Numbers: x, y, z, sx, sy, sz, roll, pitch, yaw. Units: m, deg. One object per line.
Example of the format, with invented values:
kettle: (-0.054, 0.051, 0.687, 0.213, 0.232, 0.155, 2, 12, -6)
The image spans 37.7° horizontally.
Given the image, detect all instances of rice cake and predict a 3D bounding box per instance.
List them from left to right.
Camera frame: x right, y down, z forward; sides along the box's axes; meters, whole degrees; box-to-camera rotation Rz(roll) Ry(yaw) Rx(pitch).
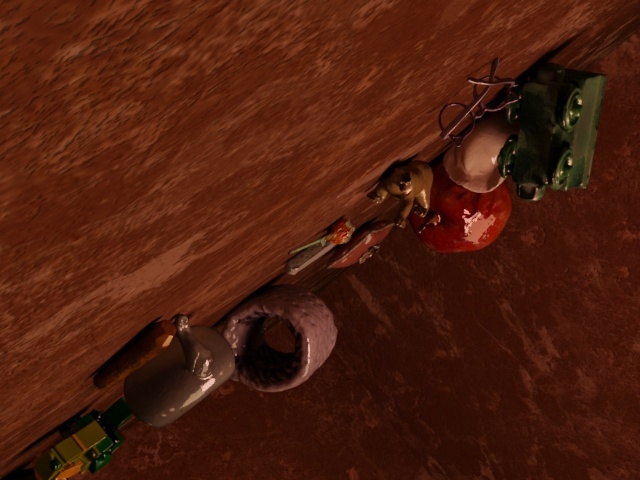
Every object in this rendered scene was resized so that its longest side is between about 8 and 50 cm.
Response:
rice cake: (-0.002, 0.016, 1.925, 0.180, 0.030, 0.042, -35, 170, -29)

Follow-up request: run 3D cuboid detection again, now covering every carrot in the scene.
carrot: (-0.271, 0.169, 1.356, 0.171, 0.042, 0.042, -38, 176, 26)

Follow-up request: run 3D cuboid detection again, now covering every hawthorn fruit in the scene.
hawthorn fruit: (0.293, -0.075, 2.140, 0.272, 0.242, 0.242, -30, 172, -38)

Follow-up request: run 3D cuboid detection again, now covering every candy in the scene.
candy: (0.000, 0.000, 1.800, 0.185, 0.049, 0.055, -23, 137, -47)

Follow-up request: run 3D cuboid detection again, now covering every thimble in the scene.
thimble: (-0.093, 0.214, 2.067, 0.245, 0.217, 0.157, -32, 178, 31)

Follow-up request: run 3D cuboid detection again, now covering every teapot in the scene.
teapot: (-0.238, 0.215, 1.549, 0.193, 0.129, 0.294, -35, 177, -32)

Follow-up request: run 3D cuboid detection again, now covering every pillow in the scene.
pillow: (0.109, 0.015, 2.501, 0.171, 0.075, 0.179, -39, 174, 24)

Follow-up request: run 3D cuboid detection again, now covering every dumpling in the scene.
dumpling: (0.363, -0.191, 1.965, 0.124, 0.151, 0.229, 22, 124, -43)

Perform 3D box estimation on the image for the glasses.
glasses: (0.230, -0.202, 1.316, 0.140, 0.062, 0.104, -37, 174, -13)

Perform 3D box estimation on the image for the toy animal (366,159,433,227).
toy animal: (0.154, -0.099, 1.701, 0.101, 0.103, 0.219, -60, 165, 22)

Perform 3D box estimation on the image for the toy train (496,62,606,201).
toy train: (0.439, -0.209, 1.798, 0.202, 0.145, 0.266, -22, 123, -52)

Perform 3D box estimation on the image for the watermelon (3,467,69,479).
watermelon: (-0.599, 0.556, 1.918, 0.188, 0.215, 0.188, -37, -140, 40)

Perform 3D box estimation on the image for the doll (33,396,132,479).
doll: (-0.442, 0.379, 1.733, 0.186, 0.106, 0.134, -33, 168, -39)
